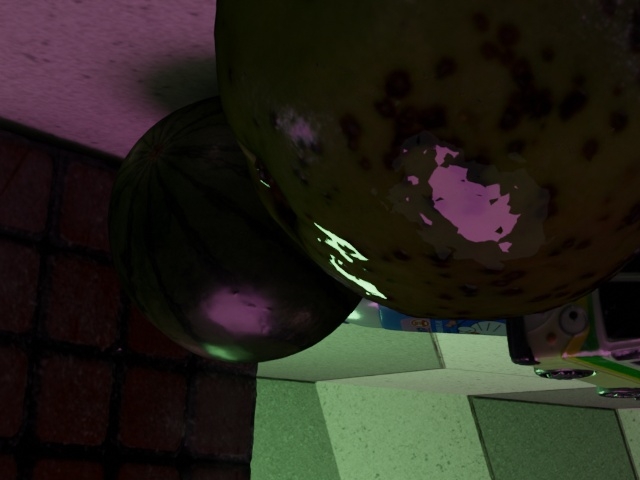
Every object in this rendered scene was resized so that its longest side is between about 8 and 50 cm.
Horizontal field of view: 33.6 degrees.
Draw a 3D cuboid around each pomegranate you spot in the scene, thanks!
[{"bbox_3d":[0.078,-0.085,0.426,0.248,0.214,0.214,-31,175,-16],"label":"pomegranate"}]

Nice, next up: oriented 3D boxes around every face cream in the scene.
[{"bbox_3d":[0.130,0.061,1.182,0.264,0.083,0.149,2,163,11],"label":"face cream"}]

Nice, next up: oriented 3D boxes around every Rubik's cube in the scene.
[{"bbox_3d":[-0.285,0.113,0.982,0.337,0.344,0.344,-8,161,42],"label":"Rubik's cube"}]

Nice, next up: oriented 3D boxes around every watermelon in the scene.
[{"bbox_3d":[-0.044,-0.002,0.736,0.188,0.188,0.215,-6,148,38],"label":"watermelon"}]

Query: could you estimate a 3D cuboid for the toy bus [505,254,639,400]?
[{"bbox_3d":[0.317,0.069,1.034,0.179,0.143,0.305,-9,161,37],"label":"toy bus"}]
